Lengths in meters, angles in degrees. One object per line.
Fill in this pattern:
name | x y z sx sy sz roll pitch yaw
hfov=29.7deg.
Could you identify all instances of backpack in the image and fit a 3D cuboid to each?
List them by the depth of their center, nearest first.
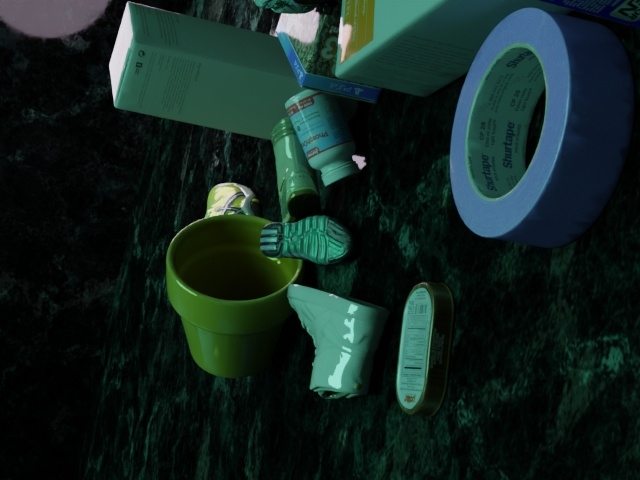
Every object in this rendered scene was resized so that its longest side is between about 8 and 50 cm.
backpack | -0.040 -0.426 1.903 0.182 0.115 0.152 178 98 -72

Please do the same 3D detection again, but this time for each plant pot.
plant pot | -0.162 0.118 2.248 0.254 0.254 0.239 -105 17 -48

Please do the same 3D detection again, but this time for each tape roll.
tape roll | 0.256 -0.132 1.435 0.275 0.090 0.275 -171 90 -69

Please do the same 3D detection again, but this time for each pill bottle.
pill bottle | 0.007 -0.177 2.047 0.160 0.087 0.087 67 155 3

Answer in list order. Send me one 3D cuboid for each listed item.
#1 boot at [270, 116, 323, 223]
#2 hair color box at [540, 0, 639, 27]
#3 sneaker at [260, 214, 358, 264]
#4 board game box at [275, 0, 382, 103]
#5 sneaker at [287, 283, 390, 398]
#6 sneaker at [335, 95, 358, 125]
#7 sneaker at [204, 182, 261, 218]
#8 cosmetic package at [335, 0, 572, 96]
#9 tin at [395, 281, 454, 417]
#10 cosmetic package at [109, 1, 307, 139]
boot | -0.045 -0.112 2.154 0.213 0.077 0.165 94 165 -70
hair color box | 0.221 -0.359 1.264 0.110 0.338 0.185 140 135 -58
sneaker | 0.000 0.000 2.094 0.223 0.098 0.083 5 88 45
board game box | 0.052 -0.419 2.023 0.232 0.141 0.291 -112 37 -55
sneaker | 0.005 0.166 1.946 0.292 0.108 0.169 -164 87 -68
sneaker | 0.032 -0.221 2.137 0.158 0.061 0.065 -51 13 47
sneaker | -0.206 -0.008 2.525 0.385 0.147 0.145 -110 33 -54
cosmetic package | 0.183 -0.370 1.628 0.453 0.161 0.230 156 121 -65
tin | 0.144 0.151 1.687 0.106 0.040 0.190 163 114 -72
cosmetic package | -0.215 -0.329 2.371 0.197 0.365 0.155 -108 35 -55
